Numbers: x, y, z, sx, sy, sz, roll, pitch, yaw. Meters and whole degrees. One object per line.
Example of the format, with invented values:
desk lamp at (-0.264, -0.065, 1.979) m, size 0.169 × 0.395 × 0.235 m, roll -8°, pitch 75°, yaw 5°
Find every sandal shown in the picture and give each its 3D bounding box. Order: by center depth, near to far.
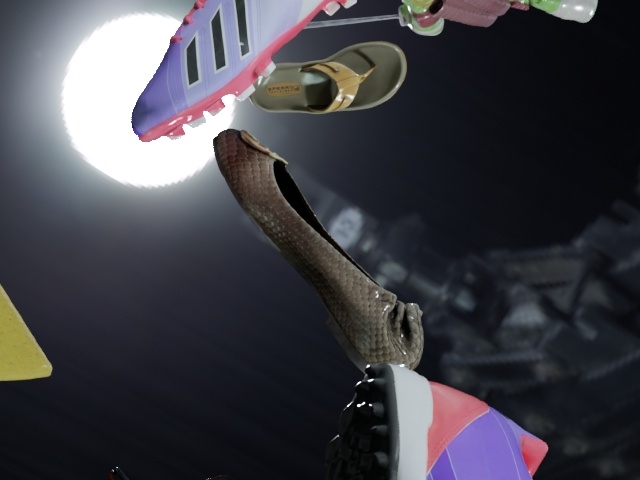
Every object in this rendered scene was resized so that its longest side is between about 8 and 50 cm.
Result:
sandal at (0.006, -0.170, 1.638) m, size 0.049 × 0.180 × 0.072 m, roll -70°, pitch 151°, yaw -71°

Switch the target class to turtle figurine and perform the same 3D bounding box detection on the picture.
turtle figurine at (0.135, -0.299, 1.461) m, size 0.274 × 0.266 × 0.198 m, roll -162°, pitch -107°, yaw -70°

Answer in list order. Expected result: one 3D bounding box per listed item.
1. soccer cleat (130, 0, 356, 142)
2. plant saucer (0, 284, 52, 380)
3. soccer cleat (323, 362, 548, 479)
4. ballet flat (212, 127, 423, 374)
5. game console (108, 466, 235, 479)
soccer cleat at (-0.055, -0.164, 1.071) m, size 0.248 × 0.095 × 0.083 m, roll -42°, pitch -170°, yaw -21°
plant saucer at (-0.429, -0.014, 1.385) m, size 0.081 × 0.333 × 0.333 m, roll -42°, pitch -143°, yaw -25°
soccer cleat at (0.071, 0.178, 0.685) m, size 0.318 × 0.116 × 0.109 m, roll -94°, pitch -155°, yaw -58°
ballet flat at (0.000, 0.000, 1.120) m, size 0.058 × 0.250 × 0.084 m, roll -43°, pitch 151°, yaw 14°
game console at (-0.093, 0.242, 1.246) m, size 0.085 × 0.144 × 0.124 m, roll -35°, pitch 144°, yaw -7°
